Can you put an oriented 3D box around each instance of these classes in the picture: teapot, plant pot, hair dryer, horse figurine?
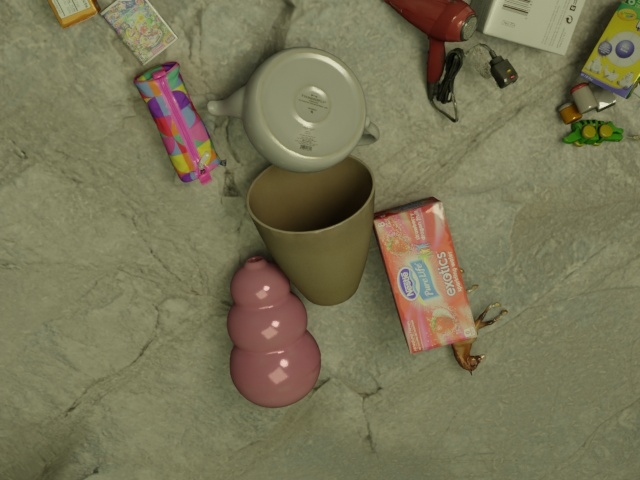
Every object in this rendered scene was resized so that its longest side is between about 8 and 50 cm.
[{"bbox_3d":[-0.040,-0.239,1.406,0.252,0.187,0.256,-38,97,-18],"label":"teapot"},{"bbox_3d":[0.000,0.000,1.503,0.256,0.256,0.274,-13,131,-2],"label":"plant pot"},{"bbox_3d":[0.220,-0.369,1.392,0.080,0.223,0.293,-39,98,-35],"label":"hair dryer"},{"bbox_3d":[0.328,0.180,1.716,0.263,0.066,0.174,40,99,-24],"label":"horse figurine"}]

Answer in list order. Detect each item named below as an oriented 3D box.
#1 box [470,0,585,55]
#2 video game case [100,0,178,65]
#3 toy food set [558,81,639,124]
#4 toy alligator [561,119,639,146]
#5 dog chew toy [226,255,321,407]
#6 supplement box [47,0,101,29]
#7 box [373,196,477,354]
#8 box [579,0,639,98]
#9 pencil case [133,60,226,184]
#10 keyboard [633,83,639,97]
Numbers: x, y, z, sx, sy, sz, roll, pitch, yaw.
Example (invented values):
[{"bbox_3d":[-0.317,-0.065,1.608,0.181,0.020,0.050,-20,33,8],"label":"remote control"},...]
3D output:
[{"bbox_3d":[0.400,-0.470,1.389,0.182,0.119,0.181,10,113,-13],"label":"box"},{"bbox_3d":[-0.342,-0.406,1.372,0.087,0.011,0.122,-35,115,9],"label":"video game case"},{"bbox_3d":[0.594,-0.339,1.495,0.232,0.111,0.104,-25,82,16],"label":"toy food set"},{"bbox_3d":[0.611,-0.238,1.570,0.189,0.056,0.051,-4,75,-6],"label":"toy alligator"},{"bbox_3d":[-0.114,0.196,1.593,0.206,0.206,0.332,-11,108,-3],"label":"dog chew toy"},{"bbox_3d":[-0.473,-0.498,1.273,0.080,0.078,0.233,-21,117,-2],"label":"supplement box"},{"bbox_3d":[0.217,0.071,1.556,0.154,0.142,0.300,-15,97,4],"label":"box"},{"bbox_3d":[0.593,-0.376,1.397,0.105,0.043,0.179,33,111,21],"label":"box"},{"bbox_3d":[-0.275,-0.227,1.418,0.104,0.104,0.236,-22,115,3],"label":"pencil case"},{"bbox_3d":[0.785,-0.295,1.589,0.256,0.014,0.072,29,113,-19],"label":"keyboard"}]
